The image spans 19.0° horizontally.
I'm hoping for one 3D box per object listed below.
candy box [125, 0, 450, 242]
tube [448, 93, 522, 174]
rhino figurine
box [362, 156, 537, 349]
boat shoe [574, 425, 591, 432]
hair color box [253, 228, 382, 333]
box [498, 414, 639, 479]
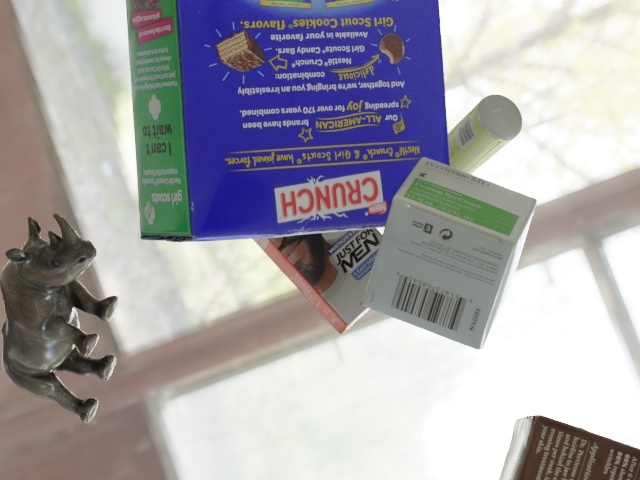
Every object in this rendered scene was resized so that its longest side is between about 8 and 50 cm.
[{"bbox_3d":[-0.030,-0.163,1.726,0.122,0.268,0.317,-1,-87,63],"label":"candy box"},{"bbox_3d":[0.170,-0.105,2.346,0.062,0.070,0.240,59,-30,7],"label":"tube"},{"bbox_3d":[-0.246,0.063,1.757,0.243,0.106,0.073,99,16,-46],"label":"rhino figurine"},{"bbox_3d":[0.100,0.009,1.465,0.087,0.101,0.102,-54,162,-60],"label":"box"},{"bbox_3d":[0.285,0.340,2.517,0.069,0.227,0.081,13,27,-45],"label":"boat shoe"},{"bbox_3d":[0.000,0.000,1.911,0.167,0.093,0.053,47,-16,5],"label":"hair color box"},{"bbox_3d":[0.396,0.357,2.305,0.143,0.381,0.191,117,-7,-81],"label":"box"}]
